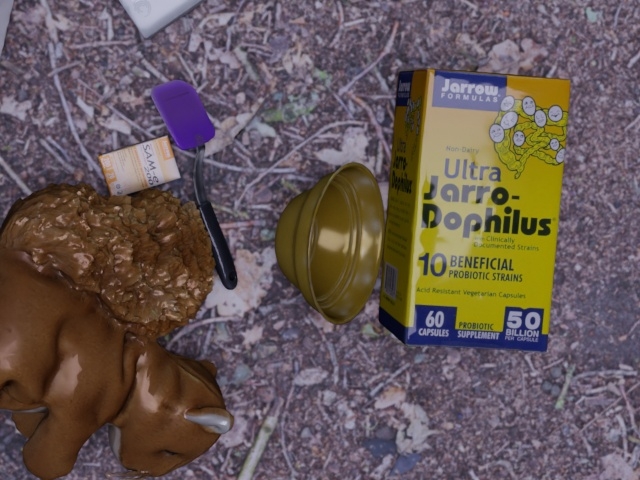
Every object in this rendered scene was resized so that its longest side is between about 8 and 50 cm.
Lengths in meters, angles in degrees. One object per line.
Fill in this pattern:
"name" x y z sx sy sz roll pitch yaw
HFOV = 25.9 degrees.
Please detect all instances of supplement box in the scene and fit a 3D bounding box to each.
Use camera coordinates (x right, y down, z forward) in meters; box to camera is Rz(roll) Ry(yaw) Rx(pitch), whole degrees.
"supplement box" 0.200 -0.044 1.851 0.194 0.195 0.357 3 95 -9
"supplement box" -0.244 -0.100 1.877 0.098 0.036 0.062 -18 98 -5

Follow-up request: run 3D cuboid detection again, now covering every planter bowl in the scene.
"planter bowl" 0.000 0.000 1.865 0.090 0.217 0.217 7 96 29

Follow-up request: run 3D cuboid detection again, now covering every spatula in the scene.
"spatula" -0.159 -0.073 1.886 0.030 0.084 0.296 -3 107 38

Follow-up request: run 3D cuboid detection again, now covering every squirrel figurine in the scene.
"squirrel figurine" -0.267 0.125 1.785 0.370 0.281 0.397 24 97 -15

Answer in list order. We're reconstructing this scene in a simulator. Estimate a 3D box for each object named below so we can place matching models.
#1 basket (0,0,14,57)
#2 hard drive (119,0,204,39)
"basket" -0.545 -0.233 1.677 0.266 0.331 0.328 17 98 -7
"hard drive" -0.160 -0.435 1.829 0.307 0.040 0.203 -34 96 5
